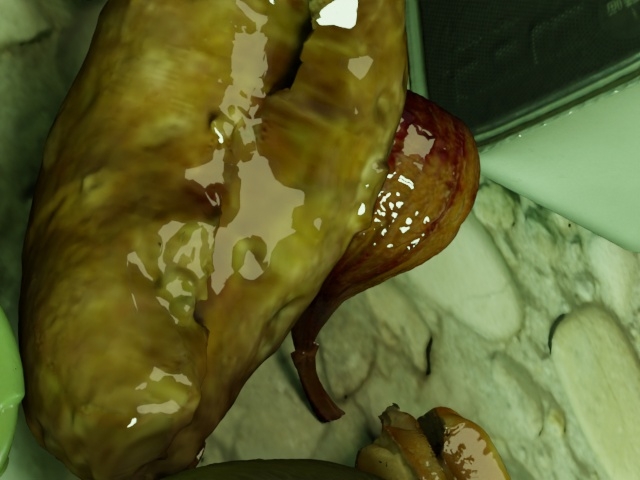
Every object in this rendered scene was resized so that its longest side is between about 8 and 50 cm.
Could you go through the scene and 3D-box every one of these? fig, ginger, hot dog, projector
[{"bbox_3d":[0.000,0.000,0.935,0.134,0.146,0.201,20,93,-51],"label":"fig"},{"bbox_3d":[-0.058,-0.026,0.796,0.165,0.172,0.321,22,76,-13],"label":"ginger"},{"bbox_3d":[0.097,0.222,0.946,0.109,0.072,0.269,-16,82,-50],"label":"hot dog"},{"bbox_3d":[0.232,-0.157,1.160,0.249,0.248,0.248,23,54,-42],"label":"projector"}]

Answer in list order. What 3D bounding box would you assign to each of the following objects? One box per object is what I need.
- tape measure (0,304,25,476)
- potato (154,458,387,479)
[{"bbox_3d":[-0.199,0.059,0.667,0.154,0.087,0.177,-20,89,-53],"label":"tape measure"},{"bbox_3d":[0.001,0.208,0.727,0.351,0.203,0.218,33,52,-39],"label":"potato"}]
